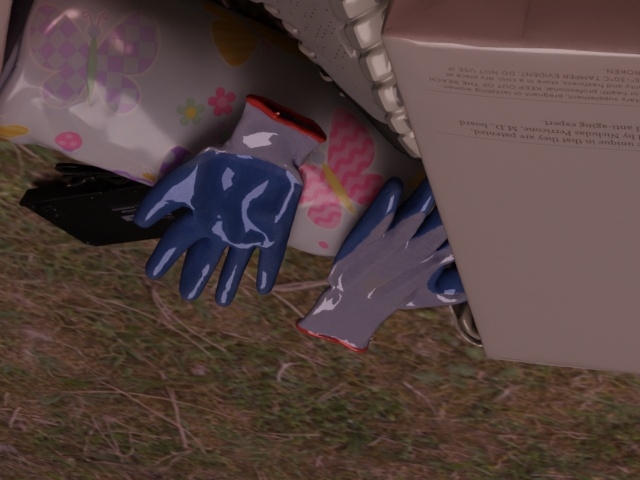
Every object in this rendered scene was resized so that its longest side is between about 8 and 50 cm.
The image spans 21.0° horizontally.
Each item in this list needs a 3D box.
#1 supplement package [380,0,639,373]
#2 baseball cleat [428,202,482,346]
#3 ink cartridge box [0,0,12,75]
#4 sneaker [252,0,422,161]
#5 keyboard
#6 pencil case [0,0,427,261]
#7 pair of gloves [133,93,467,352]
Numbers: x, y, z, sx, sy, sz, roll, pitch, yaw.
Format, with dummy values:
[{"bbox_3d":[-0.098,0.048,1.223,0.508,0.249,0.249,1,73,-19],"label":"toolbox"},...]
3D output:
[{"bbox_3d":[0.155,-0.073,0.836,0.175,0.177,0.293,5,150,18],"label":"supplement package"},{"bbox_3d":[0.114,0.035,1.129,0.072,0.109,0.206,-16,144,23],"label":"baseball cleat"},{"bbox_3d":[-0.221,-0.131,0.921,0.069,0.175,0.371,-13,160,-18],"label":"ink cartridge box"},{"bbox_3d":[-0.008,-0.134,0.924,0.132,0.086,0.228,4,141,29],"label":"sneaker"},{"bbox_3d":[-0.132,-0.033,1.225,0.180,0.023,0.108,-8,151,35],"label":"keyboard"},{"bbox_3d":[-0.062,-0.070,1.009,0.273,0.113,0.124,20,113,-14],"label":"pencil case"},{"bbox_3d":[0.000,0.000,0.977,0.198,0.023,0.159,23,133,-16],"label":"pair of gloves"}]
